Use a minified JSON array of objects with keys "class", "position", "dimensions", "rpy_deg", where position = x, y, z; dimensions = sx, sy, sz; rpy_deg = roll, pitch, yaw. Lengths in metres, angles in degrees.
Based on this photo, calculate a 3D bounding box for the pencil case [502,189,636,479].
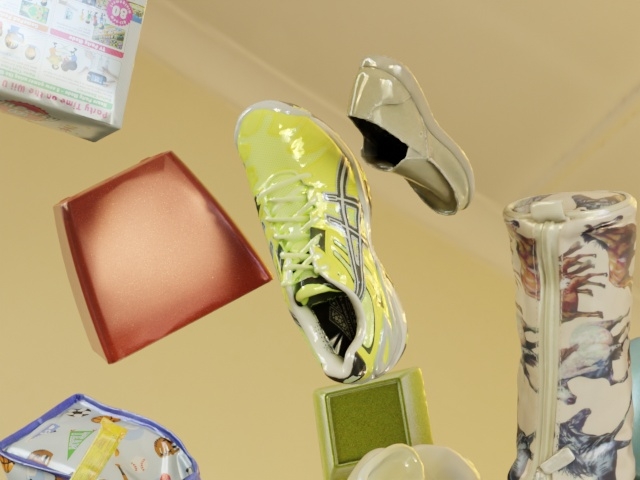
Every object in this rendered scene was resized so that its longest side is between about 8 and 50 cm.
[{"class":"pencil case","position":[0.309,0.128,1.797],"dimensions":[0.160,0.183,0.410],"rpy_deg":[3,-72,22]}]

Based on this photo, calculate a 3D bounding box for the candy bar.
[{"class":"candy bar","position":[-0.324,0.322,2.003],"dimensions":[0.040,0.161,0.018],"rpy_deg":[33,-14,-11]}]

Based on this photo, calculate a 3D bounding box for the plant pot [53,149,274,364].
[{"class":"plant pot","position":[-0.260,0.009,2.162],"dimensions":[0.236,0.267,0.267],"rpy_deg":[65,-13,-7]}]

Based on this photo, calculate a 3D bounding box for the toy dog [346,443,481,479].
[{"class":"toy dog","position":[0.030,0.459,2.105],"dimensions":[0.408,0.395,0.284],"rpy_deg":[-35,-76,27]}]

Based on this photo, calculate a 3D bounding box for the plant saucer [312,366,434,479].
[{"class":"plant saucer","position":[0.081,0.301,2.345],"dimensions":[0.188,0.188,0.045],"rpy_deg":[-14,-28,10]}]

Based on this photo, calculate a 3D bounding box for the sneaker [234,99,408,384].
[{"class":"sneaker","position":[0.000,0.000,1.825],"dimensions":[0.145,0.147,0.385],"rpy_deg":[-25,-88,19]}]

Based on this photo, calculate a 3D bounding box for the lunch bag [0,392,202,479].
[{"class":"lunch bag","position":[-0.318,0.469,2.365],"dimensions":[0.385,0.239,0.328],"rpy_deg":[12,-57,37]}]

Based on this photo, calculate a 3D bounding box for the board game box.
[{"class":"board game box","position":[-0.322,-0.297,1.719],"dimensions":[0.224,0.303,0.097],"rpy_deg":[17,-16,-27]}]

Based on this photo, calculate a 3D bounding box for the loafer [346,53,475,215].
[{"class":"loafer","position":[0.102,-0.113,1.788],"dimensions":[0.102,0.092,0.268],"rpy_deg":[18,-26,46]}]

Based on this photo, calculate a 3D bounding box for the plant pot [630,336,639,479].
[{"class":"plant pot","position":[0.480,0.301,1.998],"dimensions":[0.290,0.195,0.290],"rpy_deg":[27,-39,24]}]
